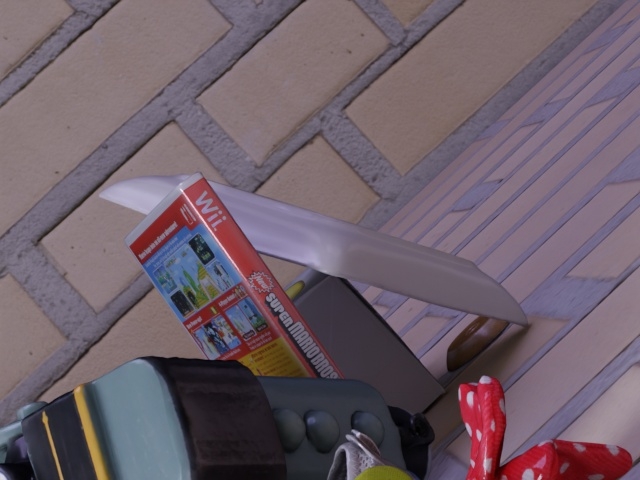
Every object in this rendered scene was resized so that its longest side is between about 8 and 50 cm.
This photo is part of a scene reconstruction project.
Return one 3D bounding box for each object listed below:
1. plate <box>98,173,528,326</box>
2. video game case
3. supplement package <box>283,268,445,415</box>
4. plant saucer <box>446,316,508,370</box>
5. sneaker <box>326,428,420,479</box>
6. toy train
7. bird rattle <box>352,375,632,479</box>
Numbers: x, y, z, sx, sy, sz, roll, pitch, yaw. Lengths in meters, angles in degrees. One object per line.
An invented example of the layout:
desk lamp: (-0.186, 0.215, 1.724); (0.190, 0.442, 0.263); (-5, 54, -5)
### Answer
plate: (0.000, 0.000, 1.515); (0.277, 0.278, 0.045); (15, -88, -49)
video game case: (-0.042, 0.091, 1.383); (0.025, 0.285, 0.204); (-36, 1, -21)
supplement package: (-0.015, 0.136, 1.646); (0.194, 0.149, 0.203); (-43, 4, 0)
plant saucer: (0.141, 0.085, 1.636); (0.083, 0.015, 0.083); (-43, 3, 3)
sneaker: (-0.043, 0.226, 1.032); (0.281, 0.115, 0.105); (-43, 13, -16)
toy train: (-0.066, 0.153, 1.149); (0.190, 0.142, 0.334); (-29, -23, 31)
bird rattle: (0.040, 0.172, 0.880); (0.207, 0.143, 0.253); (-58, -4, 14)
